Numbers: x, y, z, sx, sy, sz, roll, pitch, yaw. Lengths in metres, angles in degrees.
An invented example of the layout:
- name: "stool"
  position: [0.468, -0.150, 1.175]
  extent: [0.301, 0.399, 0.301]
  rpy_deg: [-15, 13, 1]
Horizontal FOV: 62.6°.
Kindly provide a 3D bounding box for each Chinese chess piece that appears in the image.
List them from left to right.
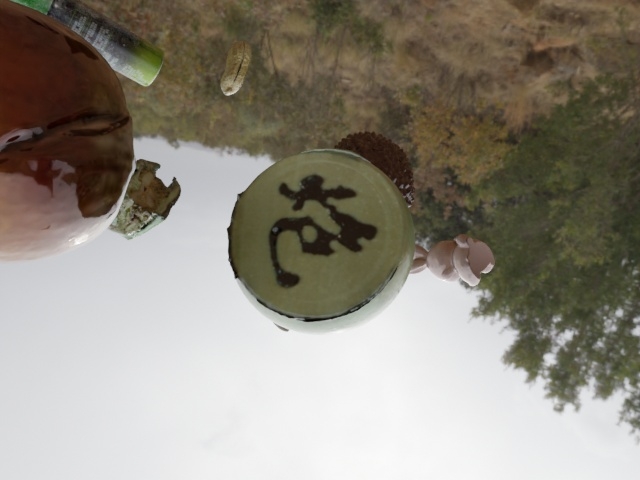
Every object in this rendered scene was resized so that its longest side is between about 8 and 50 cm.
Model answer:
- name: "Chinese chess piece"
  position: [0.000, 0.000, 0.985]
  extent: [0.350, 0.349, 0.146]
  rpy_deg: [11, 165, 12]

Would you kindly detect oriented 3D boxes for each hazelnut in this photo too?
- name: "hazelnut"
  position: [-0.434, -0.145, 0.715]
  extent: [0.372, 0.372, 0.315]
  rpy_deg: [-1, -174, -41]

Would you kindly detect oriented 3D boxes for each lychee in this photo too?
- name: "lychee"
  position: [0.148, -0.176, 1.647]
  extent: [0.306, 0.330, 0.306]
  rpy_deg: [18, 157, 8]

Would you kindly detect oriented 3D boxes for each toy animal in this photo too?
- name: "toy animal"
  position: [0.302, 0.048, 1.268]
  extent: [0.124, 0.124, 0.213]
  rpy_deg: [0, 177, -39]

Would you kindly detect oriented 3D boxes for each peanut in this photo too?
- name: "peanut"
  position: [-0.268, -0.540, 1.658]
  extent: [0.080, 0.174, 0.080]
  rpy_deg: [19, -177, -1]

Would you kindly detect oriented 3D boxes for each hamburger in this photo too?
- name: "hamburger"
  position: [-0.521, -0.106, 1.452]
  extent: [0.192, 0.167, 0.288]
  rpy_deg: [-30, -157, 16]

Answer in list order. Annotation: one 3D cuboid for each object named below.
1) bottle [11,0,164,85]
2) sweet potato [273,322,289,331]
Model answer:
- name: "bottle"
  position: [-0.493, -0.441, 1.088]
  extent: [0.330, 0.093, 0.093]
  rpy_deg: [24, 179, -38]
- name: "sweet potato"
  position: [-0.140, 0.166, 1.378]
  extent: [0.182, 0.054, 0.053]
  rpy_deg: [53, -178, 6]
